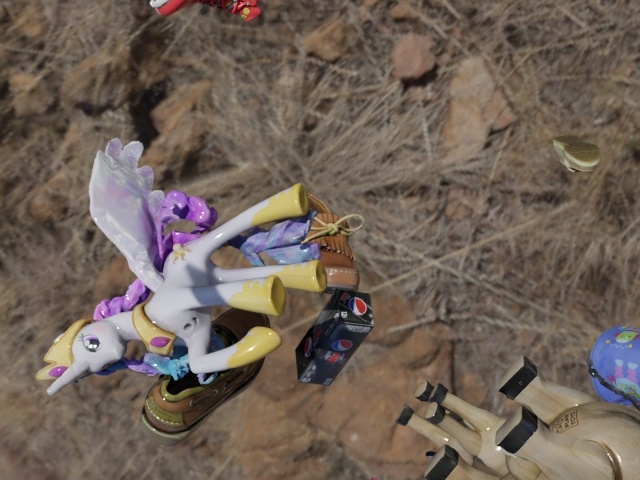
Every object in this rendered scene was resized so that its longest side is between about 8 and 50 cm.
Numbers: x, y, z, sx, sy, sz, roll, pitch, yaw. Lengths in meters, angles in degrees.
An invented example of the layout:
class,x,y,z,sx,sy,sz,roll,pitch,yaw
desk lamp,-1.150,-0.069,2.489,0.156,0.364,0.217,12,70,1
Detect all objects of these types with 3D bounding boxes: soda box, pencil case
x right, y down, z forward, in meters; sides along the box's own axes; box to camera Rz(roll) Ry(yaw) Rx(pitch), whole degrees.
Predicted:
class,x,y,z,sx,sy,sz,roll,pitch,yaw
soda box,0.018,0.139,1.457,0.053,0.060,0.169,11,140,-20
pencil case,0.522,0.200,1.416,0.306,0.119,0.133,10,126,54

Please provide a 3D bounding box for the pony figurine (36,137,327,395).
class,x,y,z,sx,sy,sz,roll,pitch,yaw
pony figurine,-0.177,0.045,1.339,0.363,0.351,0.303,-15,126,22

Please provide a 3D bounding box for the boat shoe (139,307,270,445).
class,x,y,z,sx,sy,sz,roll,pitch,yaw
boat shoe,-0.153,0.179,1.543,0.110,0.307,0.104,28,129,7

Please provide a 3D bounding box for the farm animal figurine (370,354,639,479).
class,x,y,z,sx,sy,sz,roll,pitch,yaw
farm animal figurine,0.156,0.222,0.805,0.172,0.330,0.327,32,132,-5

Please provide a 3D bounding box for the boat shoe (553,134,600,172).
class,x,y,z,sx,sy,sz,roll,pitch,yaw
boat shoe,0.413,-0.132,1.658,0.056,0.153,0.048,-8,109,-5

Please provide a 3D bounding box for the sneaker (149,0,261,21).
class,x,y,z,sx,sy,sz,roll,pitch,yaw
sneaker,-0.144,-0.400,1.631,0.107,0.279,0.118,-8,111,49

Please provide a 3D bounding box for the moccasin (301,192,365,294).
class,x,y,z,sx,sy,sz,roll,pitch,yaw
moccasin,0.003,0.001,1.985,0.139,0.380,0.147,11,107,-10
